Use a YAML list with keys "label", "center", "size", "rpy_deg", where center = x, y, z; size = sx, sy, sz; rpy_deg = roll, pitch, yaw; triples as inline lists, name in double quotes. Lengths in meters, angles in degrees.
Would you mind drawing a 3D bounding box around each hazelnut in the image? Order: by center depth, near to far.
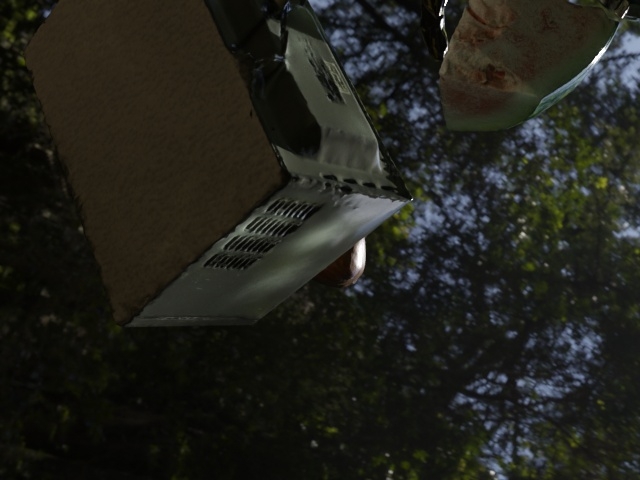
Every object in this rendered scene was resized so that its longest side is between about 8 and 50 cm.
- label: "hazelnut"
  center: [0.008, -0.005, 1.822]
  size: [0.210, 0.210, 0.186]
  rpy_deg: [0, -106, 45]

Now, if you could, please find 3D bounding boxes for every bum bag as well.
- label: "bum bag"
  center: [0.262, -0.511, 2.035]
  size: [0.060, 0.232, 0.106]
  rpy_deg: [-17, -134, -14]

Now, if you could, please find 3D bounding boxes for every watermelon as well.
- label: "watermelon"
  center: [0.308, -0.291, 1.452]
  size: [0.310, 0.232, 0.193]
  rpy_deg: [-4, -121, 52]

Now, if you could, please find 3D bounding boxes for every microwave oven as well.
- label: "microwave oven"
  center: [-0.138, -0.156, 1.121]
  size: [0.374, 0.236, 0.431]
  rpy_deg: [-39, -116, 29]

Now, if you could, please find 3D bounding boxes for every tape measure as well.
- label: "tape measure"
  center: [0.524, -0.446, 1.460]
  size: [0.179, 0.104, 0.107]
  rpy_deg: [101, -29, -47]
